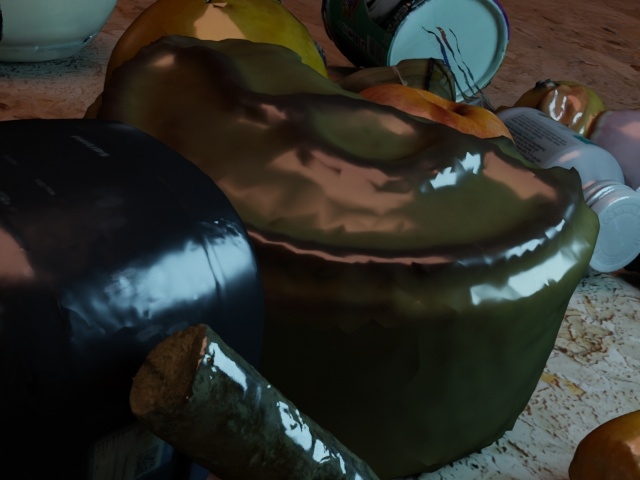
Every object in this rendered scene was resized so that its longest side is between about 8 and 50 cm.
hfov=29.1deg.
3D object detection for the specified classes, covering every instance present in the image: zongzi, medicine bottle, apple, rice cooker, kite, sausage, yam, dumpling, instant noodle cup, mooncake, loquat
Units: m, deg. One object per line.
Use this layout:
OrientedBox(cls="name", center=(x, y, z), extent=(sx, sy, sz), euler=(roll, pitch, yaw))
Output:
OrientedBox(cls="zongzi", center=(0.073, -0.169, 1.600), extent=(0.197, 0.099, 0.194), euler=(-2, 27, 12))
OrientedBox(cls="medicine bottle", center=(0.261, -0.053, 1.357), extent=(0.135, 0.135, 0.215), euler=(-1, 26, -30))
OrientedBox(cls="apple", center=(0.103, -0.076, 1.288), extent=(0.209, 0.164, 0.209), euler=(14, 21, -5))
OrientedBox(cls="rice cooker", center=(-0.180, 0.062, 0.706), extent=(0.267, 0.267, 0.224), euler=(28, 33, 31))
OrientedBox(cls="kite", center=(0.207, -0.179, 1.605), extent=(0.141, 0.015, 0.245), euler=(-2, 61, -57))
OrientedBox(cls="sausage", center=(0.294, 0.162, 0.935), extent=(0.238, 0.098, 0.098), euler=(-5, 29, -35))
OrientedBox(cls="yam", center=(0.002, 0.138, 0.674), extent=(0.274, 0.061, 0.061), euler=(45, 3, -35))
OrientedBox(cls="dumpling", center=(-0.434, -0.324, 1.594), extent=(0.315, 0.233, 0.395), euler=(-9, 21, 39))
OrientedBox(cls="instant noodle cup", center=(0.150, -0.321, 1.816), extent=(0.251, 0.251, 0.190), euler=(2, 34, -26))
OrientedBox(cls="mooncake", center=(0.000, 0.000, 0.965), extent=(0.394, 0.246, 0.393), euler=(6, 29, -9))
OrientedBox(cls="loquat", center=(-0.105, -0.140, 1.237), extent=(0.235, 0.235, 0.235), euler=(11, 23, -5))

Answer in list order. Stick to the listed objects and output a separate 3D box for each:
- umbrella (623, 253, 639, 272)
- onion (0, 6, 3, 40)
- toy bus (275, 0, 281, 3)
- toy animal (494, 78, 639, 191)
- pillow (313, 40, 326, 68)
OrientedBox(cls="umbrella", center=(0.422, 0.043, 1.260), extent=(0.122, 0.110, 0.272), euler=(-33, 31, -5))
OrientedBox(cls="onion", center=(-0.413, -0.197, 1.075), extent=(0.282, 0.337, 0.260), euler=(-17, 4, 0))
OrientedBox(cls="toy bus", center=(-0.152, -0.337, 1.856), extent=(0.175, 0.088, 0.101), euler=(12, 24, -7))
OrientedBox(cls="toy animal", center=(0.341, -0.111, 1.514), extent=(0.281, 0.195, 0.169), euler=(26, -19, 16))
OrientedBox(cls="pillow", center=(-0.076, -0.211, 1.596), extent=(0.161, 0.093, 0.335), euler=(5, 23, 4))
